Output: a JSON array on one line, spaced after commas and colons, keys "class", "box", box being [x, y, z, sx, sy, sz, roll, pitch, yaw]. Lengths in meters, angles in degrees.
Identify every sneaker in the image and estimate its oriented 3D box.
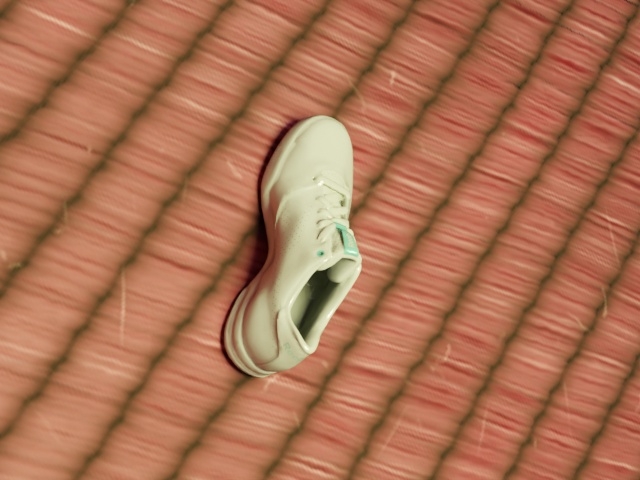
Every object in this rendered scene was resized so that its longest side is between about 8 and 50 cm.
[{"class": "sneaker", "box": [0.000, 0.000, 1.352, 0.080, 0.094, 0.212, 27, 65, -30]}]
